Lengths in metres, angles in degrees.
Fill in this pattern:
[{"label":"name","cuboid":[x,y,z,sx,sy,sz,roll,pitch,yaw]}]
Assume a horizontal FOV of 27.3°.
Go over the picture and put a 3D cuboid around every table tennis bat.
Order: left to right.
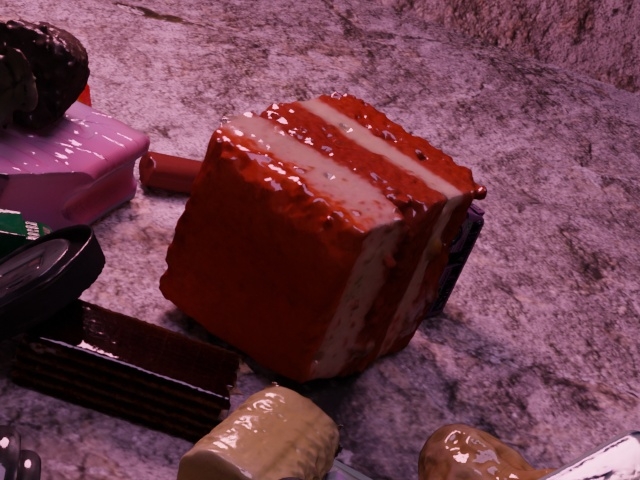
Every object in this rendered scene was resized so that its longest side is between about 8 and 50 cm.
[{"label":"table tennis bat","cuboid":[-0.080,-0.077,1.999,0.414,0.051,0.268,9,28,-31]}]

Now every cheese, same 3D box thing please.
[{"label":"cheese","cuboid":[-0.061,0.229,1.350,0.123,0.094,0.167,37,32,9]}]

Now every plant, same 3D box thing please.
[{"label":"plant","cuboid":[-0.381,-0.212,1.688,0.131,0.142,0.203,27,15,-2]}]

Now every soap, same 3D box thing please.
[{"label":"soap","cuboid":[-0.380,-0.090,1.715,0.192,0.109,0.324,25,26,10]}]

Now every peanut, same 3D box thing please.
[{"label":"peanut","cuboid":[0.222,0.292,1.355,0.140,0.153,0.325,-21,37,-41]}]

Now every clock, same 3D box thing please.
[{"label":"clock","cuboid":[-0.319,0.048,1.436,0.040,0.184,0.184,61,16,-20]}]

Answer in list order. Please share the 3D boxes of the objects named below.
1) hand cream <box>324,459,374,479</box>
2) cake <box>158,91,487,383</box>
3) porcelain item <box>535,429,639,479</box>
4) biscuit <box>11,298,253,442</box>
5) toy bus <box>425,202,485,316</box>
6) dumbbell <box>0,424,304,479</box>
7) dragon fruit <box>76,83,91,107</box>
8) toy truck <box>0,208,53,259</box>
[{"label":"hand cream","cuboid":[0.018,0.285,1.351,0.078,0.050,0.205,25,21,8]},{"label":"cake","cuboid":[0.000,0.000,1.644,0.270,0.269,0.319,35,30,25]},{"label":"porcelain item","cuboid":[0.260,0.329,1.125,0.285,0.281,0.157,-26,32,-3]},{"label":"biscuit","cuboid":[-0.202,0.139,1.440,0.252,0.070,0.106,19,26,-5]},{"label":"toy bus","cuboid":[0.157,0.016,1.839,0.098,0.178,0.087,-4,35,-46]},{"label":"dumbbell","cuboid":[-0.170,0.256,1.108,0.406,0.179,0.179,15,26,-14]},{"label":"dragon fruit","cuboid":[-0.453,-0.234,1.923,0.274,0.126,0.161,32,26,22]},{"label":"toy truck","cuboid":[-0.383,0.008,1.552,0.147,0.079,0.065,11,26,-25]}]
